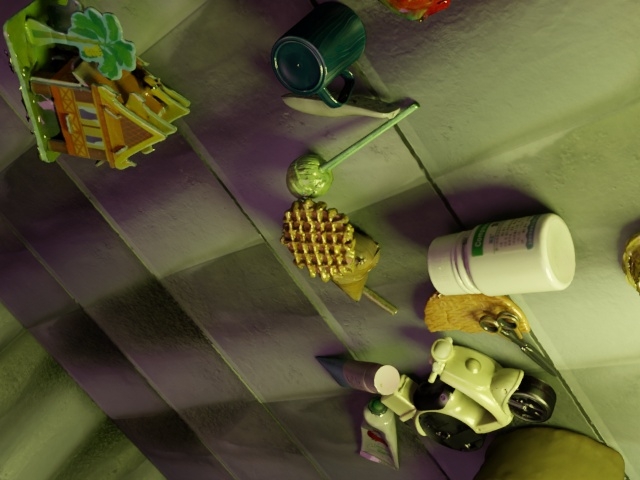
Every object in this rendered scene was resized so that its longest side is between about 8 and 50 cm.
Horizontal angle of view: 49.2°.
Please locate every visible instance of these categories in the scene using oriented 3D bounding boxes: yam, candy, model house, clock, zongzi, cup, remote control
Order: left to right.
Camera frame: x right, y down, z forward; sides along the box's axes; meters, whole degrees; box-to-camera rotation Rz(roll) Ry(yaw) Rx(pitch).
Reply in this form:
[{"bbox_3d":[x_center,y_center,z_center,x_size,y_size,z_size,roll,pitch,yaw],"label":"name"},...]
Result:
[{"bbox_3d":[-0.430,-0.339,1.454,0.313,0.242,0.357,9,132,8],"label":"model house"},{"bbox_3d":[0.009,-0.309,1.172,0.150,0.138,0.113,39,140,0],"label":"cup"},{"bbox_3d":[0.024,0.044,1.521,0.195,0.099,0.197,27,142,13],"label":"zongzi"},{"bbox_3d":[0.030,-0.241,1.259,0.229,0.073,0.044,16,115,28],"label":"remote control"},{"bbox_3d":[0.058,-0.171,1.322,0.336,0.092,0.093,-29,115,38],"label":"candy"},{"bbox_3d":[0.123,0.131,1.580,0.116,0.021,0.021,34,139,3],"label":"yam"},{"bbox_3d":[0.317,0.351,1.572,0.277,0.120,0.379,35,140,-1],"label":"clock"}]

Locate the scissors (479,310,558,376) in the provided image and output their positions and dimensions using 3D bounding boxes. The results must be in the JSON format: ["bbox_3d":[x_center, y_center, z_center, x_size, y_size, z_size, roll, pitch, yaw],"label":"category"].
[{"bbox_3d":[0.414,0.215,1.416,0.220,0.017,0.088,41,142,-22],"label":"scissors"}]

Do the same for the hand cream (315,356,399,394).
[{"bbox_3d":[0.090,0.334,1.732,0.111,0.070,0.312,50,159,-14],"label":"hand cream"}]

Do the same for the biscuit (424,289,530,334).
[{"bbox_3d":[0.309,0.140,1.443,0.224,0.033,0.144,-8,123,37],"label":"biscuit"}]

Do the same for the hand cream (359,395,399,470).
[{"bbox_3d":[0.159,0.529,1.896,0.121,0.076,0.335,21,143,22],"label":"hand cream"}]

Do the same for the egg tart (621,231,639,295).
[{"bbox_3d":[0.588,0.057,1.138,0.191,0.074,0.191,18,134,19],"label":"egg tart"}]

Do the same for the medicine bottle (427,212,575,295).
[{"bbox_3d":[0.322,0.033,1.260,0.237,0.139,0.139,-11,120,43],"label":"medicine bottle"}]

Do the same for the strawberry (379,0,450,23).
[{"bbox_3d":[0.120,-0.452,0.899,0.239,0.250,0.288,36,114,12],"label":"strawberry"}]

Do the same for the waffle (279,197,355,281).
[{"bbox_3d":[-0.004,0.000,1.406,0.191,0.038,0.191,16,127,23],"label":"waffle"}]

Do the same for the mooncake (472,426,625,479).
[{"bbox_3d":[0.528,0.635,1.586,0.394,0.246,0.393,53,144,-11],"label":"mooncake"}]
